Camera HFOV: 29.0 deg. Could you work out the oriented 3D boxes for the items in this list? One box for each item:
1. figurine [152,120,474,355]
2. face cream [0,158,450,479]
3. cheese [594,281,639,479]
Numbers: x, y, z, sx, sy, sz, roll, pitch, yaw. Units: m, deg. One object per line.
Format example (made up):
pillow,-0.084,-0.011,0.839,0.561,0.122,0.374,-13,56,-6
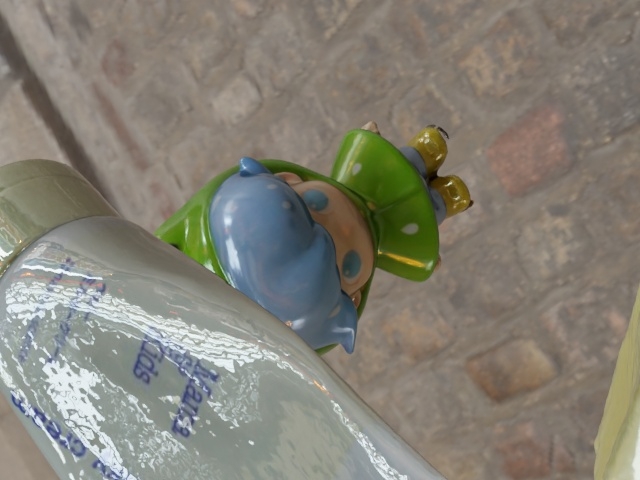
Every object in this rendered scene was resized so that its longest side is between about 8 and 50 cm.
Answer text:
figurine,0.000,0.000,0.930,0.143,0.263,0.162,-16,101,59
face cream,-0.050,0.057,0.406,0.224,0.070,0.114,43,119,36
cheese,0.218,0.098,0.709,0.117,0.214,0.226,18,112,6
